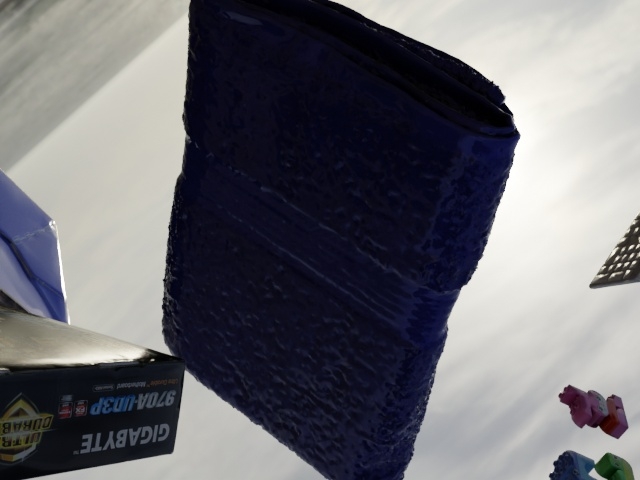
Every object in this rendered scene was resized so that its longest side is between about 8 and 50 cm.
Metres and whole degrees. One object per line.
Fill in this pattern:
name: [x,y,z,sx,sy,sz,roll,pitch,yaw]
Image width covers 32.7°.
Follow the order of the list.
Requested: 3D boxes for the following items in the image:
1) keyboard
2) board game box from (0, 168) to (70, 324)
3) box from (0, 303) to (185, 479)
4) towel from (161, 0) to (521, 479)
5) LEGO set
keyboard: [0.333,-0.054,1.002,0.256,0.014,0.072,-51,-164,-19]
board game box: [-0.373,0.036,0.807,0.291,0.232,0.141,-26,-130,8]
box: [-0.203,0.058,0.515,0.220,0.051,0.175,12,-177,32]
towel: [0.000,0.000,0.705,0.076,0.227,0.308,-30,144,-43]
LEGO set: [0.245,0.237,1.052,0.087,0.093,0.227,-59,-168,30]
